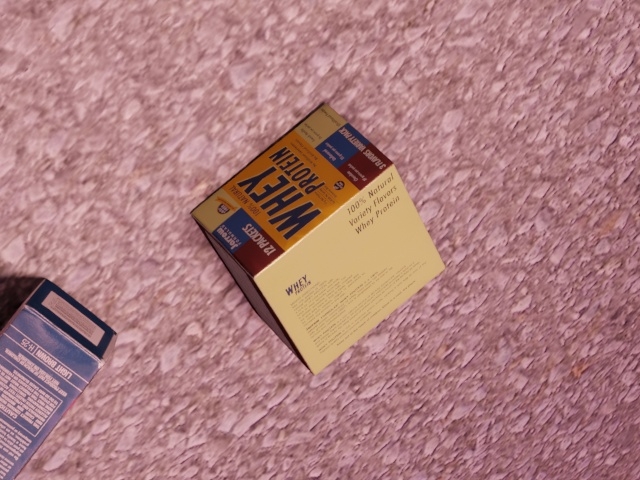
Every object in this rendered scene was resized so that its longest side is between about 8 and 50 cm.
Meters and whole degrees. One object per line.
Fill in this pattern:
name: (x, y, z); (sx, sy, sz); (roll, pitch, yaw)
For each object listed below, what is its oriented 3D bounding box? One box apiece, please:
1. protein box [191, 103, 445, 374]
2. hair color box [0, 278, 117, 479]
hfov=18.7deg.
protein box: (0.000, 0.000, 2.175); (0.200, 0.136, 0.201); (-39, 140, -8)
hair color box: (-0.357, 0.215, 1.999); (0.105, 0.174, 0.347); (38, 96, -5)
